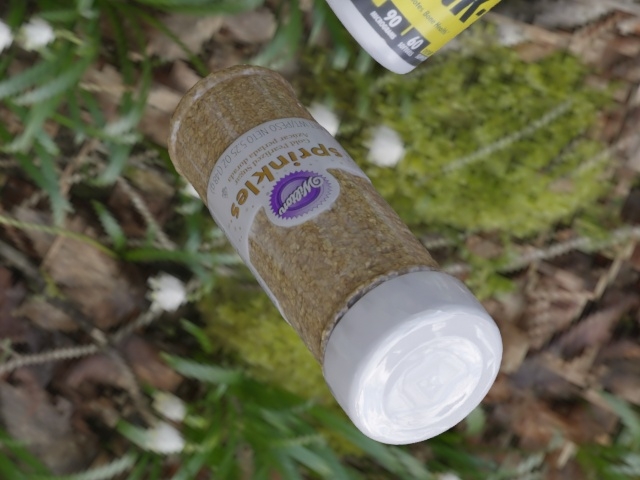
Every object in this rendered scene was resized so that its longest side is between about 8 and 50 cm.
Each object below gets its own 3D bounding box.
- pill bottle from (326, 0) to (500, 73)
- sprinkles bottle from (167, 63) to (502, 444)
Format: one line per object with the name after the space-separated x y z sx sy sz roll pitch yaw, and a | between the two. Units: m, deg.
0.102 -0.223 1.193 0.208 0.119 0.119 -38 143 16 | pill bottle
0.000 0.000 1.282 0.121 0.355 0.121 -16 130 -20 | sprinkles bottle
